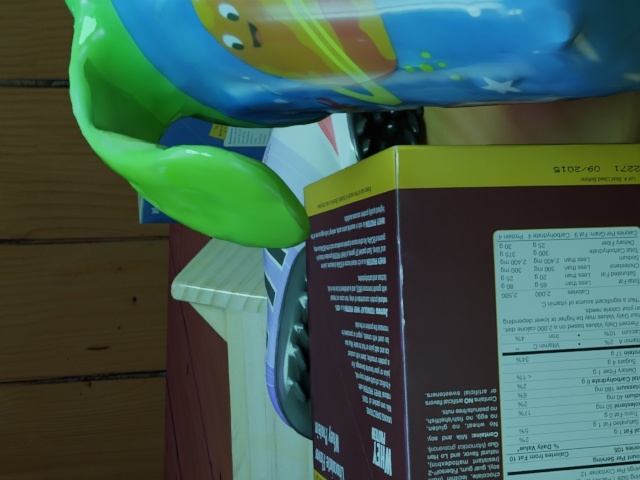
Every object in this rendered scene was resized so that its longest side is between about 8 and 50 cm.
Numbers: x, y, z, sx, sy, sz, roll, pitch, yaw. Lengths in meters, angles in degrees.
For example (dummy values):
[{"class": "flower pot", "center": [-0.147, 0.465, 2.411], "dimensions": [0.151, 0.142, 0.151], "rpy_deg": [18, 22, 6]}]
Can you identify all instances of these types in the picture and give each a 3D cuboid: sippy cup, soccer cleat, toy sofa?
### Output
[{"class": "sippy cup", "center": [0.041, -0.151, 0.405], "dimensions": [0.224, 0.240, 0.305], "rpy_deg": [14, 102, 43]}, {"class": "soccer cleat", "center": [0.000, 0.000, 0.728], "dimensions": [0.116, 0.109, 0.318], "rpy_deg": [-23, 48, 40]}, {"class": "toy sofa", "center": [-0.015, 0.169, 0.886], "dimensions": [0.150, 0.177, 0.362], "rpy_deg": [-54, -33, -61]}]

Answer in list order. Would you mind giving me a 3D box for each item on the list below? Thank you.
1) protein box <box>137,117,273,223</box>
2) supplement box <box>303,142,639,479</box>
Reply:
[{"class": "protein box", "center": [-0.079, -0.129, 0.996], "dimensions": [0.199, 0.201, 0.136], "rpy_deg": [106, 158, -52]}, {"class": "supplement box", "center": [0.075, 0.057, 0.535], "dimensions": [0.191, 0.129, 0.194], "rpy_deg": [168, 101, -76]}]
